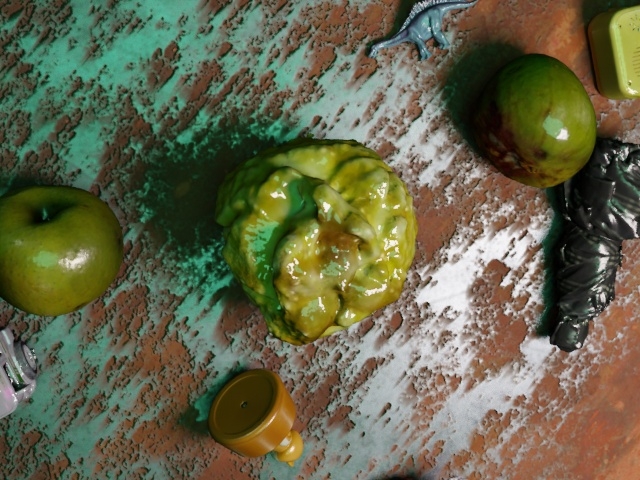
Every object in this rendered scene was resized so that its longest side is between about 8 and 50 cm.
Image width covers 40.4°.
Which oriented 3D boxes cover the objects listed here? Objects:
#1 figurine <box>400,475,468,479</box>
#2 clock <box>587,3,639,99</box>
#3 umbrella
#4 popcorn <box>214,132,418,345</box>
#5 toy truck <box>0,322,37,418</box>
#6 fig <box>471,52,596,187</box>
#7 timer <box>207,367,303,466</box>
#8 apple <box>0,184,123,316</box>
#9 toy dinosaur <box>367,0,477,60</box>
[{"bbox_3d":[0.169,0.439,1.363,0.240,0.116,0.174,-5,101,-12],"label":"figurine"},{"bbox_3d":[0.527,-0.300,1.334,0.202,0.096,0.143,-14,102,-6],"label":"clock"},{"bbox_3d":[0.442,0.008,1.355,0.154,0.128,0.336,3,103,6],"label":"umbrella"},{"bbox_3d":[0.003,-0.008,1.204,0.282,0.247,0.282,-16,133,-18],"label":"popcorn"},{"bbox_3d":[-0.528,0.092,1.178,0.177,0.178,0.363,-24,103,-6],"label":"toy truck"},{"bbox_3d":[0.316,-0.181,1.282,0.181,0.181,0.191,10,74,-10],"label":"fig"},{"bbox_3d":[-0.076,0.288,1.317,0.132,0.132,0.152,-39,126,-2],"label":"timer"},{"bbox_3d":[-0.368,0.015,1.188,0.196,0.196,0.157,-5,133,-8],"label":"apple"},{"bbox_3d":[0.160,-0.318,1.298,0.197,0.045,0.080,-32,98,6],"label":"toy dinosaur"}]
